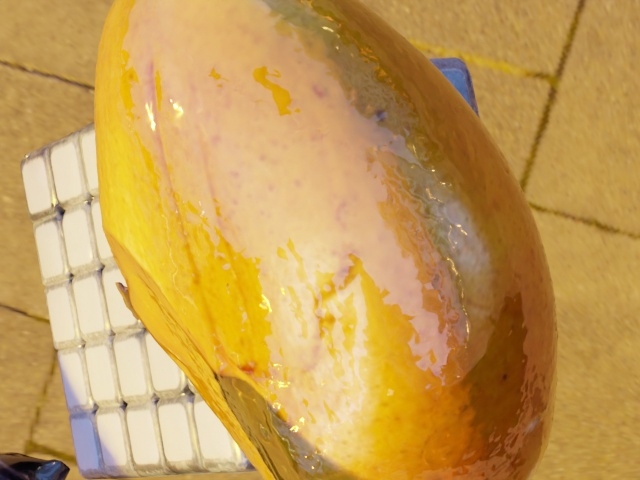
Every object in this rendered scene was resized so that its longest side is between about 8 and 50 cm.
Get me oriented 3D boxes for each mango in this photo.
[{"bbox_3d":[0.000,0.000,0.579,0.187,0.257,0.138,27,54,37],"label":"mango"}]

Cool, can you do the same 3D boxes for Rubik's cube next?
[{"bbox_3d":[-0.032,0.024,0.979,0.238,0.237,0.237,-16,85,54],"label":"Rubik's cube"}]

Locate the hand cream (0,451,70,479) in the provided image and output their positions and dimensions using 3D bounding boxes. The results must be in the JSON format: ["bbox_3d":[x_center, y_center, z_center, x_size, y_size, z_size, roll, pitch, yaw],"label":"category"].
[{"bbox_3d":[-0.161,0.167,0.487,0.055,0.086,0.235,18,64,34],"label":"hand cream"}]
